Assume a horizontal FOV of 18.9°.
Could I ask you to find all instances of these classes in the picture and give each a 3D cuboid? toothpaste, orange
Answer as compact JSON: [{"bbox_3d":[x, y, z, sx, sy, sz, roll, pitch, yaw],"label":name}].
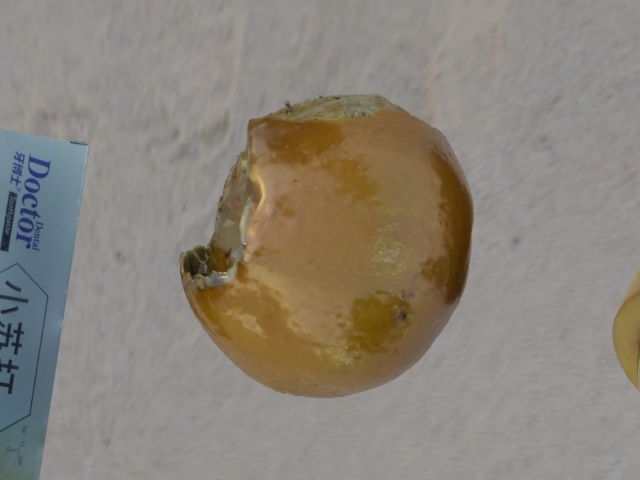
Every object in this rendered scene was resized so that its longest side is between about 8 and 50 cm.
[{"bbox_3d":[-0.231,0.078,1.365,0.089,0.071,0.313,10,77,-15],"label":"toothpaste"},{"bbox_3d":[0.000,0.000,0.937,0.134,0.156,0.156,7,81,-37],"label":"orange"}]

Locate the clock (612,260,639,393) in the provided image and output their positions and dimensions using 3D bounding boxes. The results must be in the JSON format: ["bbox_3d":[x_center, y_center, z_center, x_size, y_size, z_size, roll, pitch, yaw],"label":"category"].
[{"bbox_3d":[0.272,-0.038,1.038,0.200,0.317,0.244,11,46,18],"label":"clock"}]
